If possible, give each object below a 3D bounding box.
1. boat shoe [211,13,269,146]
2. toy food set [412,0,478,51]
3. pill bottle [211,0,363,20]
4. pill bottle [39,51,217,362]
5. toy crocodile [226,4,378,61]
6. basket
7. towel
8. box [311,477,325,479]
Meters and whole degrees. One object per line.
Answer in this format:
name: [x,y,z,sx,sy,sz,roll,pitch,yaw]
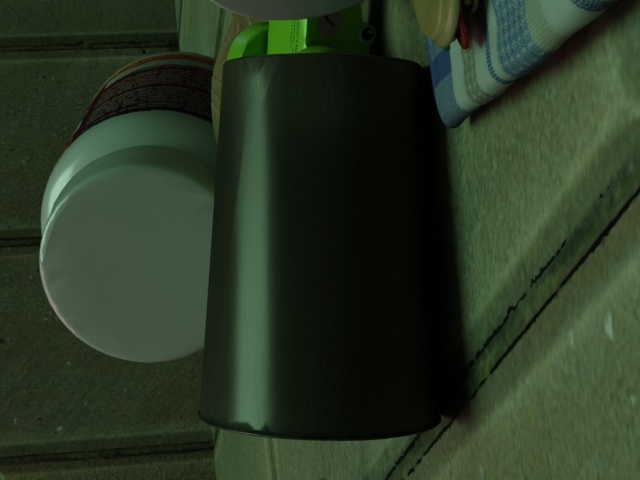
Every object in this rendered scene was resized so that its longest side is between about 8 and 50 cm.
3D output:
boat shoe: [-0.025,-0.160,1.150,0.103,0.092,0.285,43,140,37]
toy food set: [0.059,-0.132,0.683,0.083,0.020,0.082,92,168,-47]
pill bottle: [-0.030,-0.299,0.923,0.160,0.160,0.283,108,158,-65]
pill bottle: [-0.155,-0.042,1.406,0.392,0.224,0.224,-92,2,-70]
toy crocodile: [-0.002,-0.060,1.047,0.115,0.105,0.340,24,116,59]
basket: [0.000,0.000,0.896,0.204,0.154,0.226,-163,74,-84]
towel: [0.084,-0.177,0.667,0.285,0.034,0.209,138,126,-80]
box: [-0.057,0.377,1.078,0.345,0.215,0.168,-106,5,-56]
